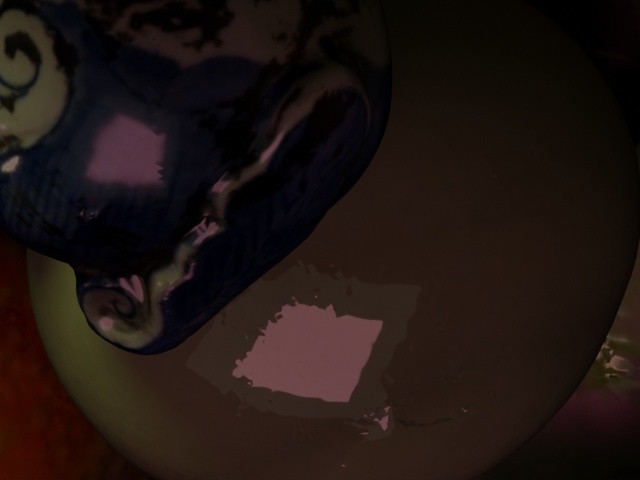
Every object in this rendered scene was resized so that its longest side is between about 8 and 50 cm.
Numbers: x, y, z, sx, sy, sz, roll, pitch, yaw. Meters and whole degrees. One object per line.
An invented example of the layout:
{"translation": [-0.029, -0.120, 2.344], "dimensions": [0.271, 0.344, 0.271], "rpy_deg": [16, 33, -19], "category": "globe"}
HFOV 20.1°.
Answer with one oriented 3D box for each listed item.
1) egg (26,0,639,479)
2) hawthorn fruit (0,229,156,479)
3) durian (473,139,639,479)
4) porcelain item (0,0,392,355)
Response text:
{"translation": [0.000, 0.000, 0.712], "dimensions": [0.219, 0.219, 0.269], "rpy_deg": [30, 143, -21], "category": "egg"}
{"translation": [-0.179, 0.109, 0.926], "dimensions": [0.284, 0.285, 0.369], "rpy_deg": [-7, 150, 32], "category": "hawthorn fruit"}
{"translation": [0.141, 0.034, 0.771], "dimensions": [0.169, 0.157, 0.355], "rpy_deg": [39, 144, -5], "category": "durian"}
{"translation": [-0.100, -0.094, 0.578], "dimensions": [0.138, 0.288, 0.186], "rpy_deg": [-8, 145, -50], "category": "porcelain item"}
